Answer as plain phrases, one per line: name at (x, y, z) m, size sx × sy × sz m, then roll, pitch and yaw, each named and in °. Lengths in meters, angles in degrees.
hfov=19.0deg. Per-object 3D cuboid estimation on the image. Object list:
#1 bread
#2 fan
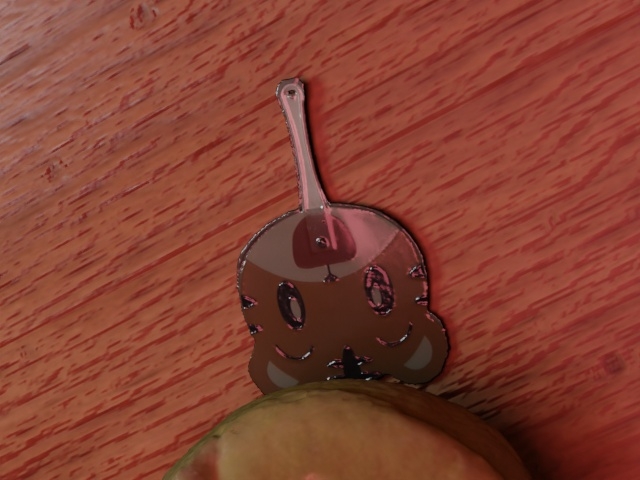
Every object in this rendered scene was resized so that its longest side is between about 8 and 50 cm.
bread at (0.020, 0.250, 1.240) m, size 0.321 × 0.237 × 0.320 m, roll 0°, pitch 92°, yaw 5°
fan at (0.000, 0.000, 1.318) m, size 0.153 × 0.008 × 0.226 m, roll -10°, pitch 97°, yaw 23°
